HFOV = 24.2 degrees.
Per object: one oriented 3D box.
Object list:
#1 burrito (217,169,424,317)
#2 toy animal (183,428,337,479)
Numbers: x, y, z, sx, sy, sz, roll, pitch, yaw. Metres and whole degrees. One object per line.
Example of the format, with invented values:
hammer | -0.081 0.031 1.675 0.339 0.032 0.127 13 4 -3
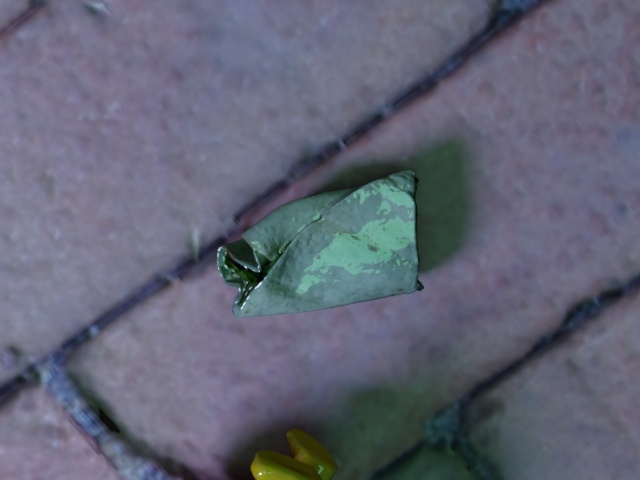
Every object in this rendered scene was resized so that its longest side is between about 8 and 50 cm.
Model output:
burrito | 0.001 0.003 0.828 0.118 0.044 0.074 -9 108 -4
toy animal | -0.061 0.215 0.830 0.156 0.156 0.229 24 103 -10
